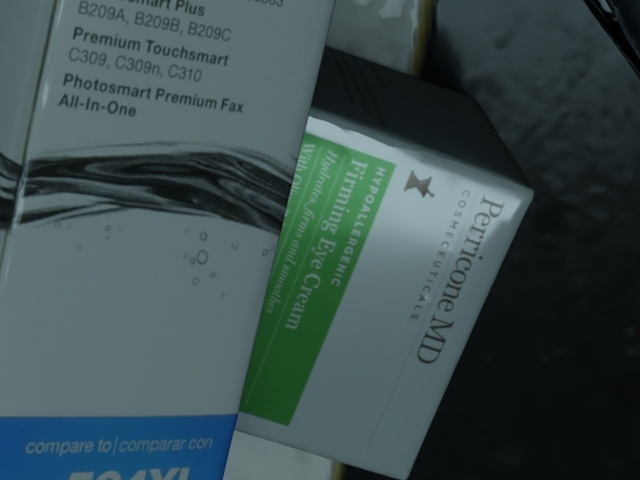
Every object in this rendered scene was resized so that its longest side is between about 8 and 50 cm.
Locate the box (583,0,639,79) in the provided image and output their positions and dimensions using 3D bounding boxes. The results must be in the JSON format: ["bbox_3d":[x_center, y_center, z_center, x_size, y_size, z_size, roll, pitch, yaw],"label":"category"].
[{"bbox_3d":[0.046,-0.133,0.386,0.051,0.220,0.175,-31,108,11],"label":"box"}]

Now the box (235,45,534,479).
[{"bbox_3d":[0.000,0.000,0.496,0.087,0.102,0.101,18,107,-12],"label":"box"}]

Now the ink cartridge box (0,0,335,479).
[{"bbox_3d":[-0.079,-0.032,0.432,0.086,0.148,0.203,7,103,-40],"label":"ink cartridge box"}]
